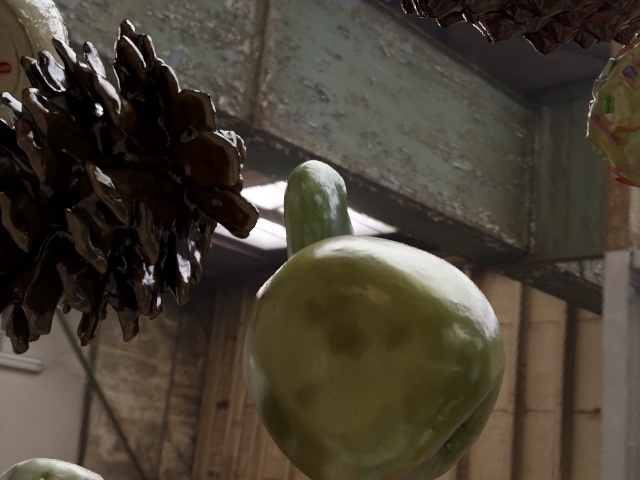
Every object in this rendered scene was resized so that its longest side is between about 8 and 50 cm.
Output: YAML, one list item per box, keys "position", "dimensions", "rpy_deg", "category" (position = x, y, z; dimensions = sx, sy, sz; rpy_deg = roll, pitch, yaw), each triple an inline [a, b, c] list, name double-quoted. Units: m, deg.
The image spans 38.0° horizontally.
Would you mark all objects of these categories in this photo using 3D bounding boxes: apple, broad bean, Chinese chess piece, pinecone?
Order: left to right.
- position: [-0.241, -0.138, 0.661]
  dimensions: [0.122, 0.122, 0.051]
  rpy_deg: [-40, -169, 28]
  category: "Chinese chess piece"
- position: [-0.149, -0.020, 0.566]
  dimensions: [0.212, 0.168, 0.186]
  rpy_deg: [-46, -164, -11]
  category: "pinecone"
- position: [0.000, 0.000, 1.230]
  dimensions: [0.100, 0.228, 0.169]
  rpy_deg: [1, -128, 6]
  category: "broad bean"
- position: [0.052, 0.123, 0.908]
  dimensions: [0.262, 0.262, 0.262]
  rpy_deg: [-19, -118, 40]
  category: "apple"

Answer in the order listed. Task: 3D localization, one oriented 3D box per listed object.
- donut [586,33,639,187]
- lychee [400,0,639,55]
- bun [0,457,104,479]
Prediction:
- position: [0.276, -0.096, 0.660]
  dimensions: [0.175, 0.175, 0.068]
  rpy_deg: [-40, -132, 27]
  category: "donut"
- position: [0.106, -0.200, 0.347]
  dimensions: [0.264, 0.264, 0.300]
  rpy_deg: [-25, -162, 37]
  category: "lychee"
- position: [-0.322, 0.344, 1.066]
  dimensions: [0.102, 0.183, 0.183]
  rpy_deg: [177, -69, -80]
  category: "bun"
